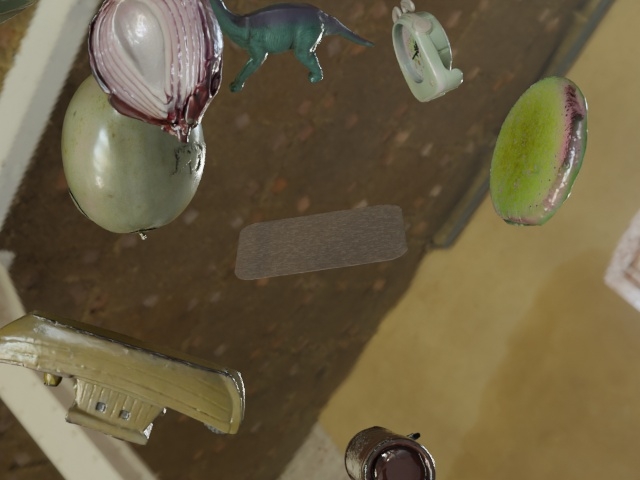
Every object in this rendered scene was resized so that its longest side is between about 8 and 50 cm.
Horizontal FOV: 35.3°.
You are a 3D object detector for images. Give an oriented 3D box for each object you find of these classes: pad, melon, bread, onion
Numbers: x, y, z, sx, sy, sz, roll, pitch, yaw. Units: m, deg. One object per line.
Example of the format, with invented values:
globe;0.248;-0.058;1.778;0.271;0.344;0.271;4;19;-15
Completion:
pad;0.000;0.000;1.577;0.266;0.176;0.002;-8;-60;4
melon;-0.352;-0.166;1.911;0.268;0.269;0.330;-7;-81;-55
bread;0.302;-0.124;1.427;0.034;0.228;0.228;13;-57;-21
onion;-0.235;-0.274;1.575;0.227;0.283;0.120;-27;-15;27

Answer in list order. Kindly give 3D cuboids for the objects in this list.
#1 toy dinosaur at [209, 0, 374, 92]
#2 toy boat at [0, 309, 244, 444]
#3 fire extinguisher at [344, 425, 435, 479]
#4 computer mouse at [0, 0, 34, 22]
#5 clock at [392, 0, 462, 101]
toy dinosaur;-0.075;-0.449;1.985;0.384;0.129;0.331;-16;-28;-7
toy boat;-0.246;0.173;1.207;0.089;0.321;0.121;-117;44;-83
fire extinguisher;0.108;0.330;1.522;0.138;0.102;0.344;-23;-5;-7
computer mouse;-0.562;-0.438;1.710;0.145;0.228;0.429;61;-152;-33
clock;0.191;-0.362;1.895;0.062;0.191;0.151;-24;3;-12
